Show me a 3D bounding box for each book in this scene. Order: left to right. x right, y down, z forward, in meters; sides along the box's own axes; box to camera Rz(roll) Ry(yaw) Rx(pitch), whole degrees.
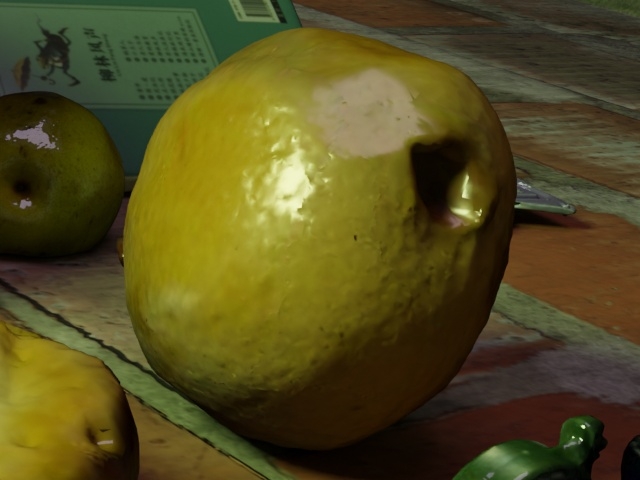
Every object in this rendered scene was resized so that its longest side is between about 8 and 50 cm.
[{"bbox_3d":[-0.166,-0.143,1.426,0.379,0.031,0.264,-1,51,-29],"label":"book"}]

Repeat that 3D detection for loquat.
[{"bbox_3d":[0.000,0.000,0.914,0.193,0.238,0.238,17,8,-37],"label":"loquat"}]

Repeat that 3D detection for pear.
[{"bbox_3d":[-0.204,-0.052,1.204,0.141,0.104,0.141,7,12,-2],"label":"pear"}]

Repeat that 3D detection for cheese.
[{"bbox_3d":[0.112,-0.037,1.410,0.191,0.042,0.105,-2,20,-33],"label":"cheese"}]

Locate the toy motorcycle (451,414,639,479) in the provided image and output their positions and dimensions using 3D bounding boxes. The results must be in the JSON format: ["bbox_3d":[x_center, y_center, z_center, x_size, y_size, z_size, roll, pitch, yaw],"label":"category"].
[{"bbox_3d":[0.089,0.141,0.639,0.275,0.127,0.205,-3,22,-43],"label":"toy motorcycle"}]

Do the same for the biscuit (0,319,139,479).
[{"bbox_3d":[-0.221,0.090,0.707,0.296,0.102,0.296,11,17,-3],"label":"biscuit"}]
